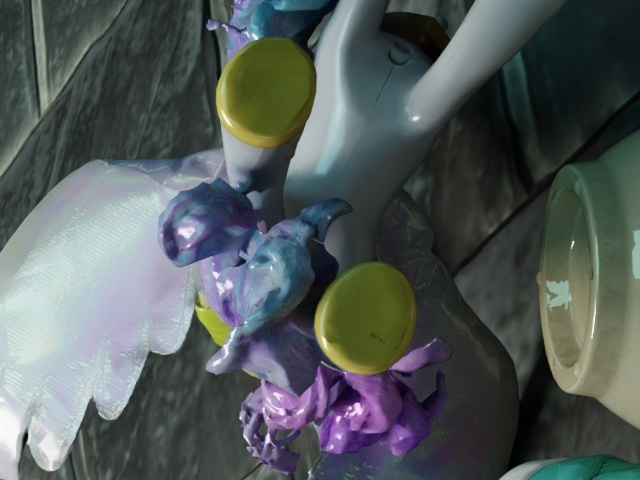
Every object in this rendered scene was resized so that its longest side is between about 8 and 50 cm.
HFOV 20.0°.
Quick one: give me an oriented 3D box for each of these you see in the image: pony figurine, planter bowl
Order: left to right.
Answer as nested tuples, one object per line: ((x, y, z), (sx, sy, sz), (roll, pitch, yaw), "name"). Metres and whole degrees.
((0.000, 0.000, 0.889), (0.351, 0.303, 0.363), (-63, 0, -10), "pony figurine")
((0.153, 0.017, 0.760), (0.162, 0.109, 0.162), (180, 90, -84), "planter bowl")

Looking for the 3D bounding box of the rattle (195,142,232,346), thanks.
((-0.003, -0.024, 1.133), (0.142, 0.130, 0.200), (-18, 21, 25), "rattle")

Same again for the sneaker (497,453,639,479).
((0.130, 0.227, 0.750), (0.178, 0.123, 0.295), (-27, 52, 61), "sneaker")
